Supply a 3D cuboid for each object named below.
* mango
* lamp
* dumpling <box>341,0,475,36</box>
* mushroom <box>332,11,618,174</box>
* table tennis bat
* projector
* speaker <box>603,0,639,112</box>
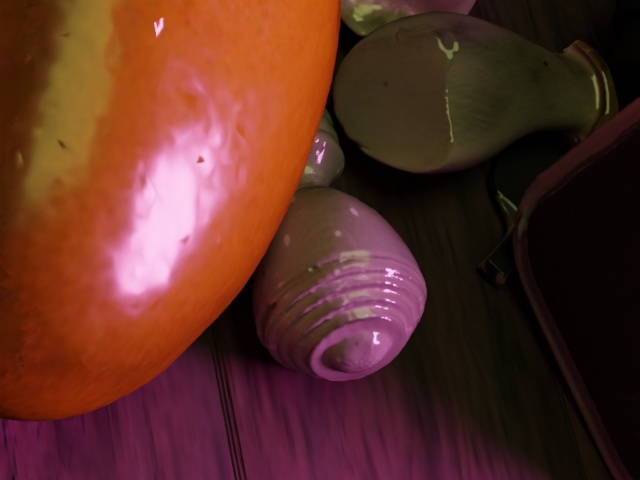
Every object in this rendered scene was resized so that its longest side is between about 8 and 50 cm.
[{"bbox_3d":[-0.120,-0.103,0.953,0.301,0.220,0.445,57,33,-42],"label":"mango"},{"bbox_3d":[0.000,0.000,1.072,0.106,0.106,0.193,8,45,-28],"label":"lamp"},{"bbox_3d":[0.059,-0.231,1.252,0.155,0.111,0.181,17,47,-27],"label":"dumpling"},{"bbox_3d":[0.111,-0.105,1.221,0.225,0.093,0.116,-11,76,-46],"label":"mushroom"},{"bbox_3d":[0.153,-0.019,1.231,0.095,0.014,0.158,43,45,0],"label":"table tennis bat"},{"bbox_3d":[0.314,0.018,1.141,0.249,0.248,0.249,-13,72,-38],"label":"projector"},{"bbox_3d":[0.343,-0.180,1.412,0.329,0.198,0.259,-60,137,-28],"label":"speaker"}]
